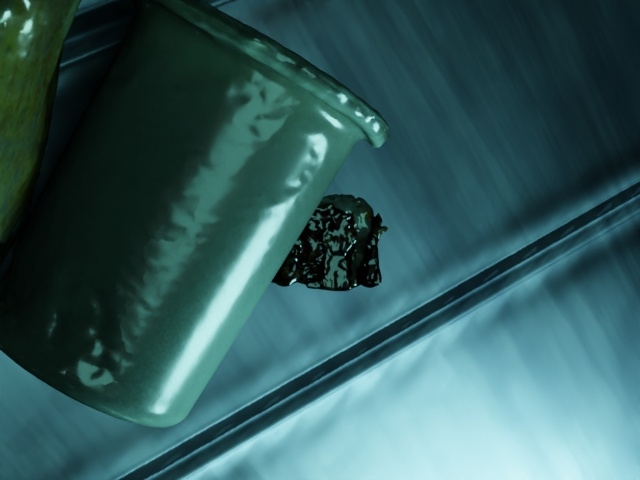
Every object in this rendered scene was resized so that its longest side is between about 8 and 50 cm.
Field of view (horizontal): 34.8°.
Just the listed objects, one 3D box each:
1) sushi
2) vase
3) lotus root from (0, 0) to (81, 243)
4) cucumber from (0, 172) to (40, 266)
[{"bbox_3d":[-0.001,0.000,0.917,0.094,0.098,0.084,0,95,-23],"label":"sushi"},{"bbox_3d":[-0.120,-0.024,0.795,0.245,0.245,0.291,30,92,-28],"label":"vase"},{"bbox_3d":[-0.254,-0.187,0.680,0.250,0.250,0.346,25,87,-28],"label":"lotus root"},{"bbox_3d":[-0.282,0.024,0.800,0.056,0.056,0.250,30,85,-28],"label":"cucumber"}]
